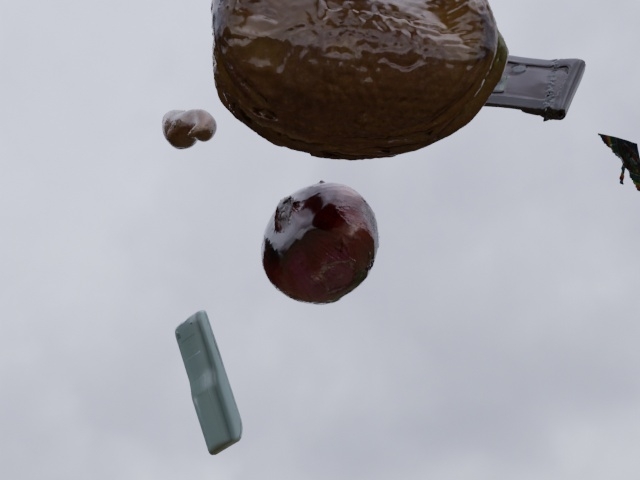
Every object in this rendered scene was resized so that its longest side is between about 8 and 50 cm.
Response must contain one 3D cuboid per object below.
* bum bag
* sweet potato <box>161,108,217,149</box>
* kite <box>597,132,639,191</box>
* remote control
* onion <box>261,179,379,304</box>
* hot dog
[{"bbox_3d":[0.254,-0.200,2.259,0.159,0.109,0.026,9,-43,24],"label":"bum bag"},{"bbox_3d":[-0.190,-0.158,2.479,0.055,0.058,0.202,-11,10,-20],"label":"sweet potato"},{"bbox_3d":[0.398,-0.103,2.281,0.004,0.122,0.090,-22,-28,-20],"label":"kite"},{"bbox_3d":[-0.133,0.165,2.040,0.029,0.162,0.061,-6,-20,-40],"label":"remote control"},{"bbox_3d":[0.000,0.000,1.785,0.131,0.131,0.131,-6,-24,-2],"label":"onion"},{"bbox_3d":[0.032,-0.174,1.623,0.272,0.196,0.122,2,-35,-9],"label":"hot dog"}]
